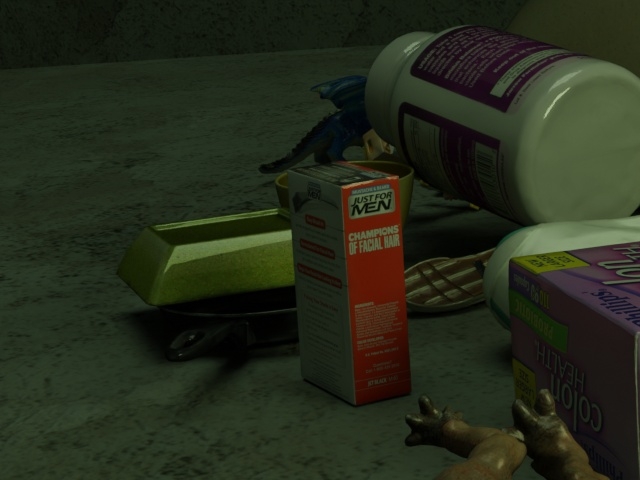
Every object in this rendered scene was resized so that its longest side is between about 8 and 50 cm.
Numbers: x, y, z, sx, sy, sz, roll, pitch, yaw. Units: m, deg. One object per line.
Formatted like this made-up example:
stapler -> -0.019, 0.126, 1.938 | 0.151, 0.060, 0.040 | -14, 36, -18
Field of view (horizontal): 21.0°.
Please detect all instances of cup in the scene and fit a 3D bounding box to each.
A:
cup -> 0.313, -0.167, 1.826 | 0.237, 0.331, 0.331 | -23, 5, 23

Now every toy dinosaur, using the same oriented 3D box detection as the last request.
toy dinosaur -> 0.112, 0.166, 0.818 | 0.295, 0.127, 0.200 | 2, 16, -28

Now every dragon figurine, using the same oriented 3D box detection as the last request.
dragon figurine -> 0.041, -0.164, 2.177 | 0.289, 0.144, 0.085 | -9, 13, -19

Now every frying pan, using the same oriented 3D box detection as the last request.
frying pan -> -0.039, 0.062, 1.434 | 0.197, 0.053, 0.326 | -7, 13, -7

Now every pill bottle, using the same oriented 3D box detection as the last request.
pill bottle -> 0.172, -0.115, 1.656 | 0.169, 0.169, 0.301 | -12, 22, -28

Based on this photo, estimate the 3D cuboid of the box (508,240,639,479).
box -> 0.276, 0.072, 1.142 | 0.243, 0.117, 0.213 | -8, 14, -13

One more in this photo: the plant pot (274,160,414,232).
plant pot -> 0.026, -0.017, 1.663 | 0.134, 0.095, 0.134 | -4, 13, 1

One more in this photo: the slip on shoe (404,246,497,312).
slip on shoe -> 0.127, 0.037, 1.525 | 0.135, 0.051, 0.041 | -19, -23, -21

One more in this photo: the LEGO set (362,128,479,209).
LEGO set -> 0.137, -0.096, 1.927 | 0.287, 0.132, 0.107 | -25, 14, -40

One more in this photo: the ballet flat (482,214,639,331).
ballet flat -> 0.329, 0.030, 1.341 | 0.400, 0.139, 0.139 | -10, 13, -4

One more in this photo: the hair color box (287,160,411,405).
hair color box -> 0.022, 0.030, 1.303 | 0.053, 0.167, 0.093 | -11, 15, -25

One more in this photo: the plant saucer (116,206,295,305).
plant saucer -> -0.076, 0.008, 1.513 | 0.188, 0.045, 0.188 | -8, 9, -14
